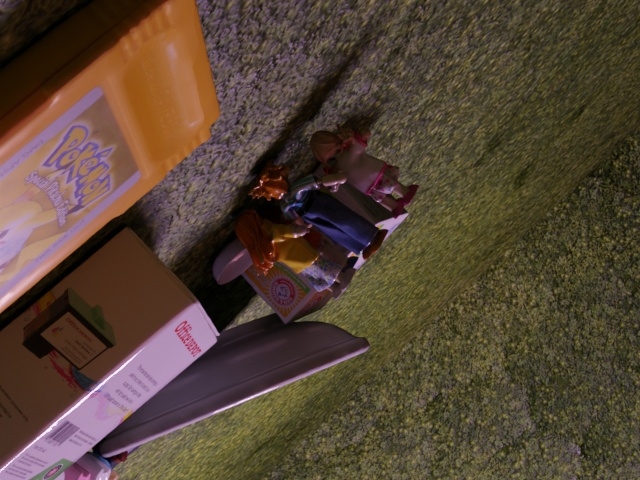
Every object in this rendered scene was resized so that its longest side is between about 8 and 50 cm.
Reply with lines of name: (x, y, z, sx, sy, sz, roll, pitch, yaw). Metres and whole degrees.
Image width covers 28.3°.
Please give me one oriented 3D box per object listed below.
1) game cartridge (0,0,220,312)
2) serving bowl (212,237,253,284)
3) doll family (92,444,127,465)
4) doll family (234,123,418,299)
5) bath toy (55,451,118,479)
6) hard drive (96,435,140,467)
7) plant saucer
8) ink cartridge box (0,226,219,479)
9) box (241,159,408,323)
game cartridge: (-0.220, -0.055, 1.019, 0.324, 0.052, 0.285, -39, 167, -10)
serving bowl: (-0.108, 0.018, 1.624, 0.083, 0.027, 0.083, -40, 167, -11)
doll family: (-0.319, 0.366, 1.813, 0.111, 0.193, 0.076, -28, 150, 5)
doll family: (-0.012, -0.023, 1.508, 0.263, 0.163, 0.118, -52, -173, 48)
bath toy: (-0.367, 0.315, 1.599, 0.151, 0.129, 0.348, -63, 172, -10)
hard drive: (-0.307, 0.311, 1.980, 0.094, 0.022, 0.135, -38, 166, -19)
plant saucer: (-0.132, 0.184, 1.772, 0.400, 0.100, 0.400, -23, 175, -2)
ink cartridge box: (-0.258, 0.135, 1.357, 0.278, 0.117, 0.201, -40, 167, -9)
box: (0.000, 0.000, 1.695, 0.203, 0.114, 0.103, -48, 166, 26)
